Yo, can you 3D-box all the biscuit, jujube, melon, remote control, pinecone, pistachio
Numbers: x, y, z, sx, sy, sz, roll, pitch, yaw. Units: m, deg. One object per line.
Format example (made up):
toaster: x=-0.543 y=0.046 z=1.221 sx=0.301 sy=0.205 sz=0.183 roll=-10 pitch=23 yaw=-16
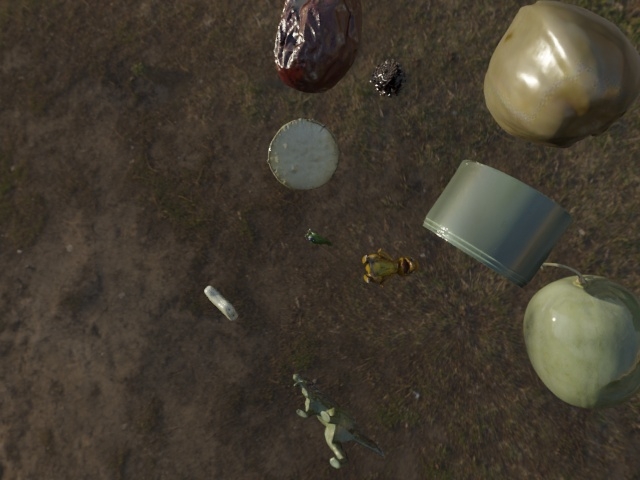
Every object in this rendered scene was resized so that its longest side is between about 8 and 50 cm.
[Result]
biscuit: x=-0.033 y=-0.173 z=0.915 sx=0.152 sy=0.020 sz=0.151 roll=0 pitch=104 yaw=1
jujube: x=-0.005 y=-0.675 z=1.454 sx=0.277 sy=0.276 sz=0.376 roll=5 pitch=89 yaw=18
melon: x=0.587 y=0.216 z=0.988 sx=0.272 sy=0.271 sz=0.307 roll=13 pitch=127 yaw=19
remote control: x=-0.289 y=0.182 z=1.303 sx=0.032 sy=0.074 sz=0.122 roll=-41 pitch=59 yaw=-19
pinecone: x=0.260 y=-0.606 z=1.685 sx=0.140 sy=0.121 sz=0.140 roll=-20 pitch=52 yaw=28
pistachio: x=0.254 y=-0.183 z=0.493 sx=0.138 sy=0.238 sz=0.153 roll=-12 pitch=108 yaw=18

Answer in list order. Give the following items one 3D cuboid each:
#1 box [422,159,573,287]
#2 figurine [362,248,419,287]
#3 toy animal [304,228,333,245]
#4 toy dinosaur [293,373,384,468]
box: x=0.328 y=-0.032 z=0.851 sx=0.226 sy=0.226 sz=0.149 roll=36 pitch=99 yaw=20
figurine: x=0.222 y=0.086 z=1.415 sx=0.176 sy=0.122 sz=0.121 roll=-3 pitch=85 yaw=5
toy animal: x=-0.014 y=-0.009 z=1.733 sx=0.075 sy=0.217 sz=0.041 roll=33 pitch=96 yaw=19
toy dinosaur: x=0.022 y=0.431 z=1.099 sx=0.077 sy=0.162 sz=0.294 roll=-47 pitch=61 yaw=11
